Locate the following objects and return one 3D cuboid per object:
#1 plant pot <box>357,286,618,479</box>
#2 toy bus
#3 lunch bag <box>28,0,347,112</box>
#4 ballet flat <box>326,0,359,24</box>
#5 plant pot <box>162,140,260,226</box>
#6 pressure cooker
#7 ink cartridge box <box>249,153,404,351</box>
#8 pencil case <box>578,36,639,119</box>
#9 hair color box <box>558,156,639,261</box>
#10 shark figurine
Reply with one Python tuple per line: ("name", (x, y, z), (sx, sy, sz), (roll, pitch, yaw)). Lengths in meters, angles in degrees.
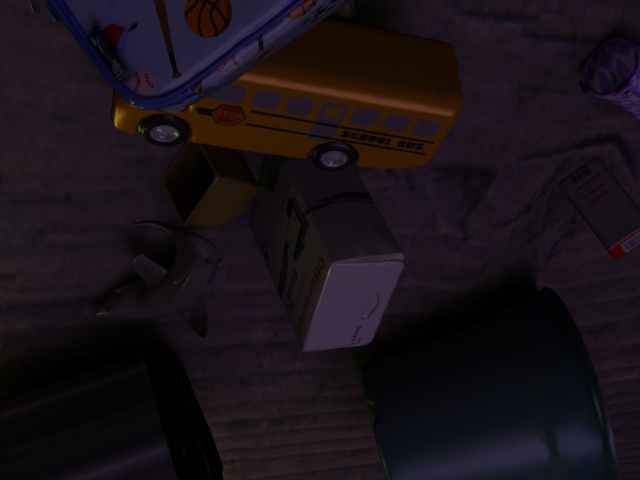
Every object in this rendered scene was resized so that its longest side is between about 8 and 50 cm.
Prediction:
("plant pot", (0.249, 0.283, 1.495), (0.334, 0.341, 0.341), (-16, 140, 0))
("toy bus", (-0.036, -0.157, 0.947), (0.333, 0.108, 0.130), (8, 148, -16))
("lunch bag", (-0.104, -0.264, 0.782), (0.303, 0.243, 0.115), (-34, -177, 6))
("ballet flat", (-0.001, -0.264, 0.940), (0.073, 0.080, 0.232), (-12, 139, 1))
("plant pot", (-0.121, -0.066, 1.093), (0.083, 0.081, 0.081), (10, 129, -41))
("pressure cooker", (-0.334, 0.373, 1.244), (0.421, 0.375, 0.369), (-18, 101, -9))
("ink cartridge box", (0.000, 0.000, 1.114), (0.093, 0.219, 0.160), (-5, 136, -23))
("pencil case", (0.435, -0.197, 1.229), (0.206, 0.088, 0.086), (14, 128, -39))
("hair color box", (0.411, -0.046, 1.339), (0.072, 0.141, 0.043), (-36, 140, 13))
("shark figurine", (-0.160, 0.059, 1.130), (0.166, 0.116, 0.278), (-9, 162, -29))
